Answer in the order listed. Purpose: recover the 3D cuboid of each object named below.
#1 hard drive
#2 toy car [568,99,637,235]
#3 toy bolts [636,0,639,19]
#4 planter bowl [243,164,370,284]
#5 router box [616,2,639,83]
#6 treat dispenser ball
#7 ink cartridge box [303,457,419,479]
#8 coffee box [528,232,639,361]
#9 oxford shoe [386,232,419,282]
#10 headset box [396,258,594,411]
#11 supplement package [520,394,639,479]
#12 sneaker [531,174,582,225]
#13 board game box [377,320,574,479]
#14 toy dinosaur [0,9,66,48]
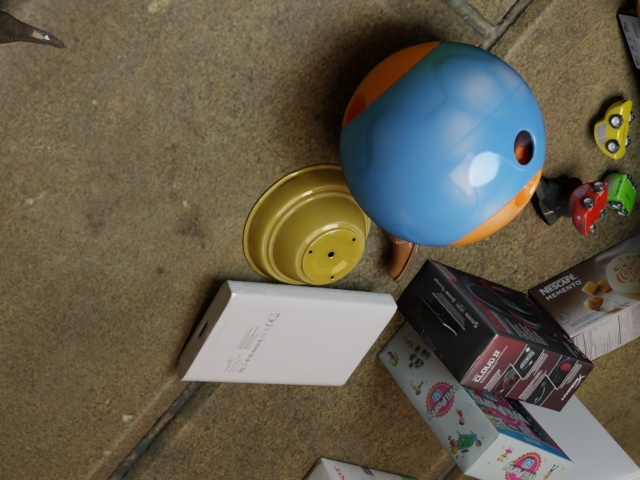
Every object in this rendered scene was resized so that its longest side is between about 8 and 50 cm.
[{"bbox_3d":[-0.053,0.153,1.982,0.308,0.040,0.203,6,132,-34],"label":"hard drive"},{"bbox_3d":[0.481,-0.099,2.085,0.225,0.053,0.239,37,71,-59],"label":"toy car"},{"bbox_3d":[0.569,-0.397,1.838,0.229,0.218,0.158,-4,151,-5],"label":"toy bolts"},{"bbox_3d":[0.000,0.000,1.882,0.217,0.090,0.217,-16,131,-20],"label":"planter bowl"},{"bbox_3d":[0.635,-0.274,1.978,0.243,0.081,0.308,-28,112,-9],"label":"router box"},{"bbox_3d":[0.169,-0.134,1.739,0.288,0.288,0.288,-16,131,-19],"label":"treat dispenser ball"},{"bbox_3d":[0.105,0.523,2.273,0.273,0.198,0.114,21,113,-39],"label":"ink cartridge box"},{"bbox_3d":[0.518,0.107,2.235,0.247,0.141,0.098,-26,134,-10],"label":"coffee box"},{"bbox_3d":[0.130,-0.026,1.967,0.076,0.076,0.212,12,124,-3],"label":"oxford shoe"},{"bbox_3d":[0.282,0.157,2.080,0.293,0.218,0.110,20,111,-39],"label":"headset box"},{"bbox_3d":[0.433,0.418,2.319,0.175,0.293,0.177,-16,130,-19],"label":"supplement package"},{"bbox_3d":[0.397,-0.085,2.079,0.089,0.051,0.170,-36,139,-2],"label":"sneaker"},{"bbox_3d":[0.259,0.288,2.108,0.224,0.303,0.097,27,108,-42],"label":"board game box"},{"bbox_3d":[-0.437,-0.289,1.406,0.160,0.121,0.314,-43,140,22],"label":"toy dinosaur"}]
